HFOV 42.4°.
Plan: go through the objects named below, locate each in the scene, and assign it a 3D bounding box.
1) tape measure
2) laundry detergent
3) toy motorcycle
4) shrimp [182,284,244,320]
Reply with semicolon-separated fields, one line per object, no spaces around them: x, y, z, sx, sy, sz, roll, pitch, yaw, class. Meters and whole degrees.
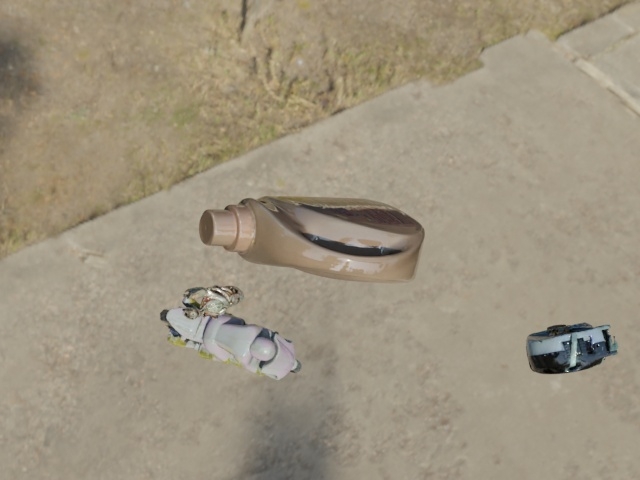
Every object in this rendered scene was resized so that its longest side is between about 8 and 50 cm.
0.287;0.125;0.955;0.094;0.091;0.054;-11;88;-9;tape measure
0.000;0.000;0.901;0.237;0.076;0.171;2;18;-33;laundry detergent
-0.116;0.144;1.163;0.225;0.152;0.073;24;77;-15;toy motorcycle
-0.117;0.066;0.866;0.029;0.038;0.092;30;14;32;shrimp
